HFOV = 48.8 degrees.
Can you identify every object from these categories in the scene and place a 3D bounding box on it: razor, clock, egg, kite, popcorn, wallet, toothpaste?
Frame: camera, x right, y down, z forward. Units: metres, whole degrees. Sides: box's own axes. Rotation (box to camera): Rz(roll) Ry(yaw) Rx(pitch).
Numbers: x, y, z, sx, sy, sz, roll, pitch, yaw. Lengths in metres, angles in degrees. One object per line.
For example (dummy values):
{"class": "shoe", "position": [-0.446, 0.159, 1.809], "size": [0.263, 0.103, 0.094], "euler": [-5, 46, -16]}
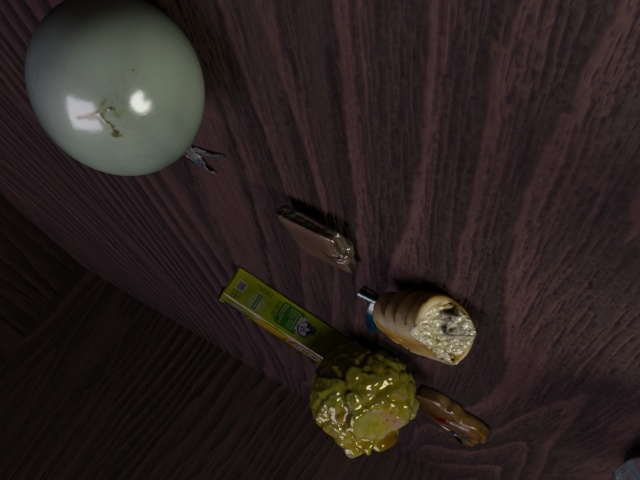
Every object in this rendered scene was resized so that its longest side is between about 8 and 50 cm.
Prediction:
{"class": "razor", "position": [0.097, 0.144, 1.309], "size": [0.068, 0.037, 0.191], "euler": [27, 162, 13]}
{"class": "clock", "position": [0.557, 0.382, 1.191], "size": [0.085, 0.017, 0.085], "euler": [29, 163, 10]}
{"class": "egg", "position": [-0.219, -0.163, 0.784], "size": [0.183, 0.182, 0.264], "euler": [31, 168, 7]}
{"class": "kite", "position": [-0.201, -0.143, 1.101], "size": [0.157, 0.011, 0.139], "euler": [19, 161, 38]}
{"class": "popcorn", "position": [0.089, 0.346, 1.564], "size": [0.259, 0.259, 0.212], "euler": [49, -168, -42]}
{"class": "wallet", "position": [0.000, 0.000, 1.089], "size": [0.118, 0.038, 0.152], "euler": [28, 166, 22]}
{"class": "toothpaste", "position": [-0.089, 0.188, 1.687], "size": [0.327, 0.077, 0.110], "euler": [34, 161, -3]}

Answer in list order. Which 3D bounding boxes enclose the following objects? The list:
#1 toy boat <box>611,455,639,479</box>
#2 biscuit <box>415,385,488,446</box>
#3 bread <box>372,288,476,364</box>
{"class": "toy boat", "position": [0.553, 0.406, 1.136], "size": [0.206, 0.096, 0.282], "euler": [40, 163, -5]}
{"class": "biscuit", "position": [0.326, 0.446, 1.727], "size": [0.183, 0.047, 0.319], "euler": [27, 163, 27]}
{"class": "bread", "position": [0.154, 0.124, 1.076], "size": [0.119, 0.084, 0.177], "euler": [43, 161, -25]}
